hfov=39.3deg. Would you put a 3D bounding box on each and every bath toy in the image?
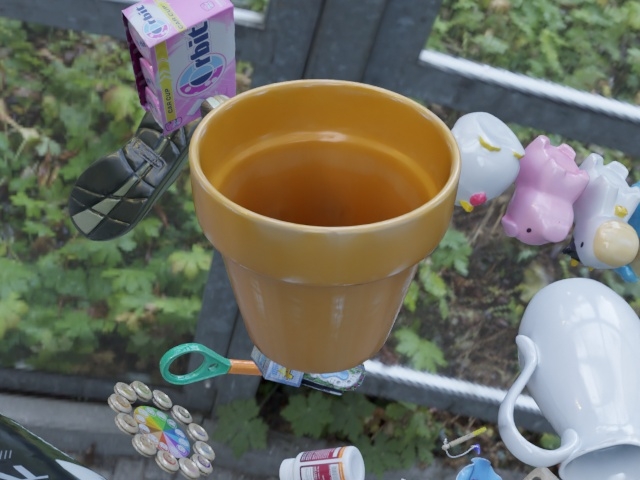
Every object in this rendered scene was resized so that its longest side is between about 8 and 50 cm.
[{"bbox_3d":[0.294,-0.046,1.148,0.348,0.129,0.151,18,39,-23],"label":"bath toy"}]

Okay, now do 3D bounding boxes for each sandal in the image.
[{"bbox_3d":[-0.262,-0.111,1.380,0.120,0.303,0.086,48,9,14],"label":"sandal"}]

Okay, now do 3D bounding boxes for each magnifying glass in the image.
[{"bbox_3d":[-0.198,0.240,1.715,0.231,0.092,0.026,8,33,-37],"label":"magnifying glass"}]

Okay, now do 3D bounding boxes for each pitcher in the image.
[{"bbox_3d":[0.238,0.133,0.856,0.178,0.125,0.207,17,44,-20],"label":"pitcher"}]

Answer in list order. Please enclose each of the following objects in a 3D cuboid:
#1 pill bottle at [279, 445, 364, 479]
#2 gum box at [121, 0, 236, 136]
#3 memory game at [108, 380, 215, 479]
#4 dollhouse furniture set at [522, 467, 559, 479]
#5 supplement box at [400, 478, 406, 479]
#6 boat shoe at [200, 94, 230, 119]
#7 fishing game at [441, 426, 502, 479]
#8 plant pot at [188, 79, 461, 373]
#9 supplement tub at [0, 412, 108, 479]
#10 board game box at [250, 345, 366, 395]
[{"bbox_3d":[0.002,0.451,1.747,0.152,0.086,0.086,-12,43,23],"label":"pill bottle"},{"bbox_3d":[-0.161,-0.211,1.054,0.107,0.188,0.062,-32,70,-18],"label":"gum box"},{"bbox_3d":[-0.222,0.266,1.271,0.186,0.012,0.186,40,11,-9],"label":"memory game"},{"bbox_3d":[0.394,0.529,1.619,0.184,0.129,0.129,-42,34,-3],"label":"dollhouse furniture set"},{"bbox_3d":[0.130,0.403,1.294,0.062,0.036,0.098,26,82,-24],"label":"supplement box"},{"bbox_3d":[-0.043,-0.089,0.935,0.072,0.068,0.190,-42,83,-16],"label":"boat shoe"},{"bbox_3d":[0.235,0.402,1.270,0.189,0.041,0.264,6,76,-54],"label":"fishing game"},{"bbox_3d":[0.000,0.000,0.735,0.205,0.187,0.205,2,40,-2],"label":"plant pot"},{"bbox_3d":[-0.206,0.201,0.485,0.338,0.207,0.207,12,36,43],"label":"supplement tub"},{"bbox_3d":[-0.026,0.206,1.471,0.194,0.194,0.060,19,90,3],"label":"board game box"}]
